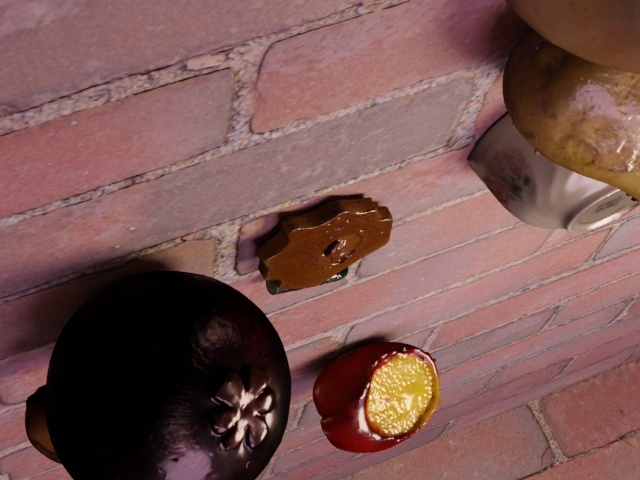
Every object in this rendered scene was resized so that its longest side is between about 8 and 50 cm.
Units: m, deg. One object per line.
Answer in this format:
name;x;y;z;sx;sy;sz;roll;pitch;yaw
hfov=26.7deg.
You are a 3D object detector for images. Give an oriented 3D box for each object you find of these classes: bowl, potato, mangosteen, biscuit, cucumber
bowl;0.346;-0.103;1.737;0.277;0.145;0.277;-24;162;-8
potato;0.306;-0.171;1.449;0.229;0.229;0.266;-34;144;26
mangosteen;-0.202;0.185;1.643;0.307;0.307;0.347;-8;-174;-41
biscuit;-0.001;-0.002;1.734;0.182;0.034;0.215;-32;158;12
cucumber;-0.013;0.050;1.865;0.133;0.032;0.032;-10;157;-34

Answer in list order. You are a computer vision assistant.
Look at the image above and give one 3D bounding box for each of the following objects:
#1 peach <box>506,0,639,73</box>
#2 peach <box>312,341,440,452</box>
peach;0.264;-0.265;1.021;0.292;0.247;0.292;-17;141;-14
peach;0.103;0.271;2.363;0.226;0.190;0.196;-20;152;7
